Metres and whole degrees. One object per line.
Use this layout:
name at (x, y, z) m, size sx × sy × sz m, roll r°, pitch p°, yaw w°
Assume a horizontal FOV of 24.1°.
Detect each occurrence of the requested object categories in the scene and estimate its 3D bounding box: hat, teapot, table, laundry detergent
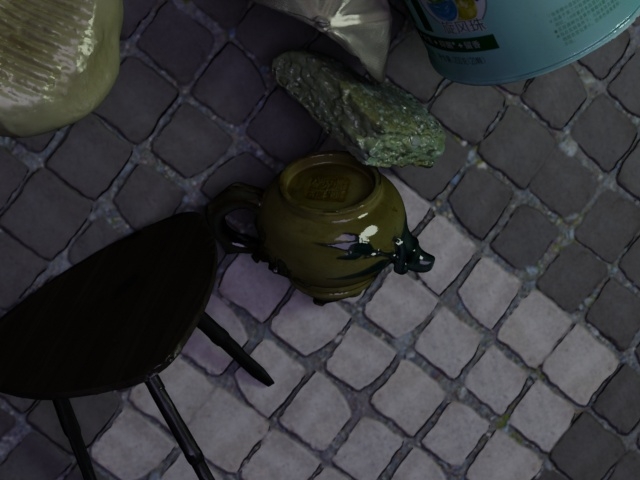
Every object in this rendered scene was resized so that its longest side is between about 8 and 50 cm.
hat at (0.023, -0.310, 1.693) m, size 0.219 × 0.164 × 0.226 m, roll 29°, pitch 74°, yaw -15°
teapot at (0.000, 0.000, 1.758) m, size 0.269 × 0.173 × 0.183 m, roll 3°, pitch 130°, yaw 7°
table at (-0.205, 0.174, 1.698) m, size 0.317 × 0.317 × 0.249 m, roll -32°, pitch 119°, yaw -9°
laundry detergent at (0.188, -0.375, 1.641) m, size 0.287 × 0.287 × 0.305 m, roll -37°, pitch 122°, yaw -8°

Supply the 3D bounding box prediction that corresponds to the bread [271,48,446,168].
bread at (0.050, -0.149, 1.735) m, size 0.232 × 0.172 × 0.064 m, roll 27°, pitch 116°, yaw -15°

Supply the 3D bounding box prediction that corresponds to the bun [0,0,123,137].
bun at (-0.333, -0.226, 1.626) m, size 0.259 × 0.160 × 0.259 m, roll 2°, pitch 81°, yaw -13°
